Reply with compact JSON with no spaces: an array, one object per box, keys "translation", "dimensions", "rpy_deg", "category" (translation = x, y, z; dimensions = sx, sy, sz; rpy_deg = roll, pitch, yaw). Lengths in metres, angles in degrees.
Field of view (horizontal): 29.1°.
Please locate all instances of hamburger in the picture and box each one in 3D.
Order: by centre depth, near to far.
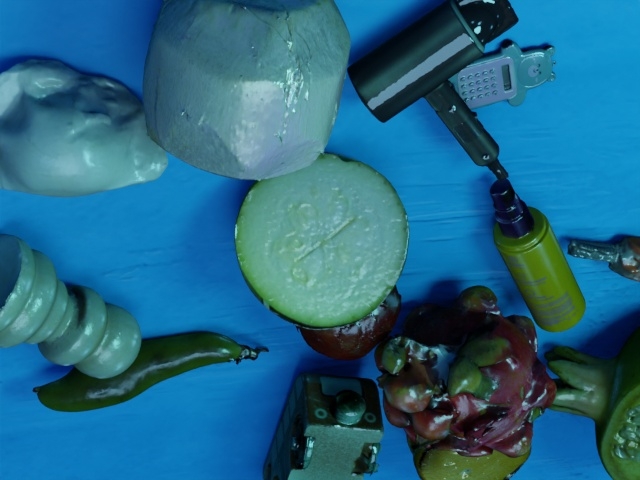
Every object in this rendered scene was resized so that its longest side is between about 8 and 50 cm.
[{"translation":[0.225,0.303,1.872],"dimensions":[0.181,0.118,0.191],"rpy_deg":[-26,129,14],"category":"hamburger"}]

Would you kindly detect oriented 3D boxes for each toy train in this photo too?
[{"translation":[0.002,0.311,1.800],"dimensions":[0.129,0.159,0.326],"rpy_deg":[5,134,-14],"category":"toy train"}]

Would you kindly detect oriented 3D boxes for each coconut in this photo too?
[{"translation":[-0.081,-0.165,1.302],"dimensions":[0.227,0.227,0.230],"rpy_deg":[2,124,-15],"category":"coconut"}]

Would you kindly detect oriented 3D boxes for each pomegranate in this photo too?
[{"translation":[0.506,0.220,1.821],"dimensions":[0.358,0.216,0.310],"rpy_deg":[17,132,11],"category":"pomegranate"}]

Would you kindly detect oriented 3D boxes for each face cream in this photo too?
[{"translation":[0.282,0.016,1.652],"dimensions":[0.078,0.078,0.273],"rpy_deg":[-25,132,10],"category":"face cream"}]

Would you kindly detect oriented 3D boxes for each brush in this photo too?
[{"translation":[0.489,0.034,1.727],"dimensions":[0.323,0.070,0.051],"rpy_deg":[10,125,-20],"category":"brush"}]

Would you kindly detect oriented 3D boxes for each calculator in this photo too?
[{"translation":[0.216,-0.196,1.485],"dimensions":[0.141,0.019,0.094],"rpy_deg":[-16,131,1],"category":"calculator"}]

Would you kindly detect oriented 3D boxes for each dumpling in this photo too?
[{"translation":[-0.284,-0.124,1.375],"dimensions":[0.228,0.124,0.151],"rpy_deg":[0,95,-21],"category":"dumpling"}]

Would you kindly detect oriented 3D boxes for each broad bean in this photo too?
[{"translation":[-0.228,0.171,1.675],"dimensions":[0.325,0.067,0.075],"rpy_deg":[-12,117,-8],"category":"broad bean"}]

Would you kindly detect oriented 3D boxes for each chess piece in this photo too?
[{"translation":[-0.330,0.099,1.556],"dimensions":[0.133,0.133,0.243],"rpy_deg":[-36,136,19],"category":"chess piece"}]

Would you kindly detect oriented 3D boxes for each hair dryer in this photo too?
[{"translation":[0.178,-0.167,1.451],"dimensions":[0.195,0.078,0.248],"rpy_deg":[-32,126,15],"category":"hair dryer"}]

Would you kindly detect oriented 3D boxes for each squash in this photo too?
[{"translation":[0.000,-0.001,1.516],"dimensions":[0.219,0.041,0.219],"rpy_deg":[0,97,2],"category":"squash"}]

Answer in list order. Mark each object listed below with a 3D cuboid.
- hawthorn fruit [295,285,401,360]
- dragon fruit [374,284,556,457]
[{"translation":[0.030,0.090,1.621],"dimensions":[0.148,0.148,0.172],"rpy_deg":[-8,148,-7],"category":"hawthorn fruit"},{"translation":[0.188,0.194,1.665],"dimensions":[0.307,0.227,0.243],"rpy_deg":[-34,137,-44],"category":"dragon fruit"}]
